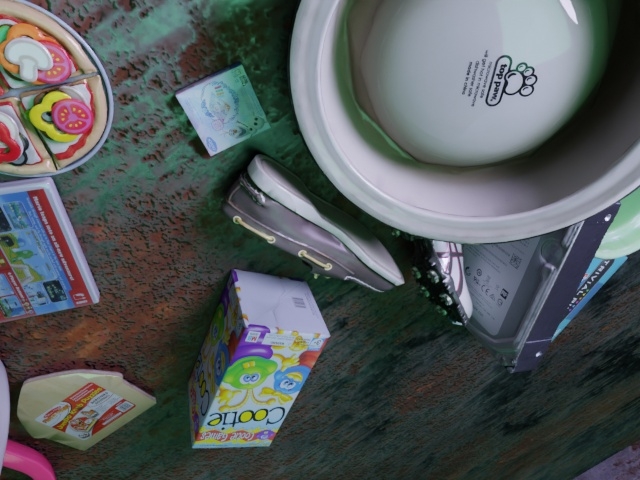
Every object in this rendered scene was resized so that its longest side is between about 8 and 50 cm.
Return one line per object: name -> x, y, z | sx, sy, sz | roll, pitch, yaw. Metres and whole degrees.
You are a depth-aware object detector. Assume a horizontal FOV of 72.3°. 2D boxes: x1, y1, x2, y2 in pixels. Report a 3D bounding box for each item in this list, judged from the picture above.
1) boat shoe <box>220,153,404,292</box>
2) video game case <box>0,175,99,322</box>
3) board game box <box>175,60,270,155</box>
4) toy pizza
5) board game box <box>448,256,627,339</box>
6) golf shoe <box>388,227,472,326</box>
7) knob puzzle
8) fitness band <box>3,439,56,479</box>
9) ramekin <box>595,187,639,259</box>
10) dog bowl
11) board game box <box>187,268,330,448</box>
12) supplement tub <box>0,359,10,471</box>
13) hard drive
boat shoe -> 0.000, 0.000, 0.674 | 0.324, 0.116, 0.097 | 34, 111, -31
video game case -> -0.469, 0.033, 0.567 | 0.285, 0.025, 0.204 | -11, 126, -14
board game box -> -0.123, -0.168, 0.564 | 0.090, 0.020, 0.090 | -26, 129, -3
toy pizza -> -0.338, -0.158, 0.479 | 0.201, 0.032, 0.201 | -10, 126, -14
board game box -> 0.445, 0.081, 0.922 | 0.336, 0.079, 0.253 | 15, 117, -29
golf shoe -> 0.201, 0.012, 0.716 | 0.120, 0.105, 0.272 | -30, 103, -13
knob puzzle -> -0.419, 0.277, 0.755 | 0.213, 0.030, 0.213 | -10, 127, -14
fitness band -> -0.598, 0.429, 0.727 | 0.291, 0.054, 0.209 | 46, 72, -35
ramekin -> 0.481, -0.134, 0.723 | 0.304, 0.148, 0.303 | -12, 122, -20
dog bowl -> 0.177, -0.194, 0.490 | 0.408, 0.150, 0.408 | 8, 131, 9
board game box -> -0.119, 0.208, 0.750 | 0.142, 0.144, 0.275 | 12, 117, -27
supplement tub -> -0.608, 0.267, 0.540 | 0.331, 0.241, 0.241 | 2, 123, -22
hard drive -> 0.303, 0.005, 0.700 | 0.064, 0.237, 0.338 | -1, 120, -22
